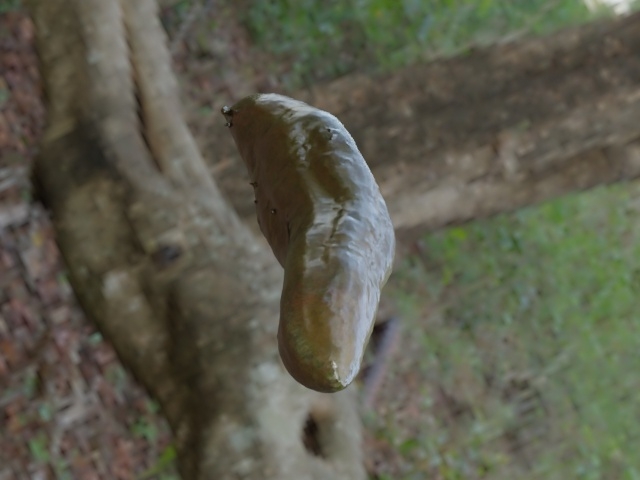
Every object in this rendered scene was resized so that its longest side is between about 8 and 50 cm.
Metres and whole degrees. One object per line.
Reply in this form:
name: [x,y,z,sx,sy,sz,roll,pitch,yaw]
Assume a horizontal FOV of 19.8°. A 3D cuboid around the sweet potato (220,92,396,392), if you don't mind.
sweet potato: [0.002,0.000,0.703,0.182,0.053,0.054,-105,176,-55]
